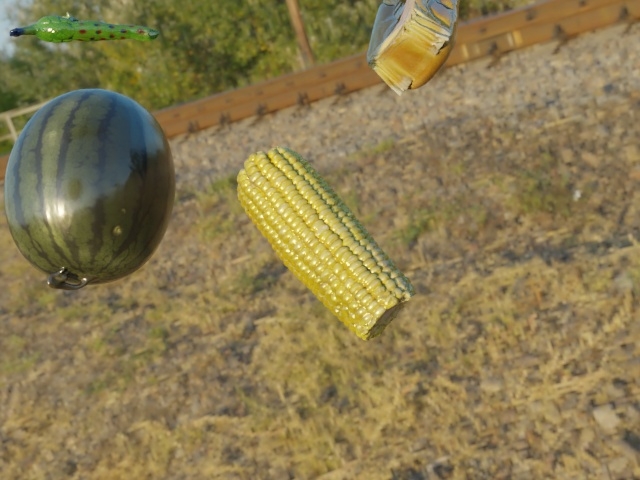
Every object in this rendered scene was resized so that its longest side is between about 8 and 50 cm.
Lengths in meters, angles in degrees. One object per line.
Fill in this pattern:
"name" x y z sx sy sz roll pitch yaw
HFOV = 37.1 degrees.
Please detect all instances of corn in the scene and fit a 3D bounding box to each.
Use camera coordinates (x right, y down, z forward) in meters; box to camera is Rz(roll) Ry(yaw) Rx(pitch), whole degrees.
"corn" 0.000 0.000 1.019 0.093 0.244 0.093 -31 -27 -17

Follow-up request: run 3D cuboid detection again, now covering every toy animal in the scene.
"toy animal" -0.359 -0.321 1.446 0.217 0.041 0.075 -2 22 -18

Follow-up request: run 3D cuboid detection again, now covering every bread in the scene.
"bread" 0.156 -0.345 1.544 0.136 0.107 0.241 -47 19 35

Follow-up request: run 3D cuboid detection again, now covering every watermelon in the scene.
"watermelon" -0.383 -0.080 1.589 0.279 0.359 0.279 -1 -24 0
